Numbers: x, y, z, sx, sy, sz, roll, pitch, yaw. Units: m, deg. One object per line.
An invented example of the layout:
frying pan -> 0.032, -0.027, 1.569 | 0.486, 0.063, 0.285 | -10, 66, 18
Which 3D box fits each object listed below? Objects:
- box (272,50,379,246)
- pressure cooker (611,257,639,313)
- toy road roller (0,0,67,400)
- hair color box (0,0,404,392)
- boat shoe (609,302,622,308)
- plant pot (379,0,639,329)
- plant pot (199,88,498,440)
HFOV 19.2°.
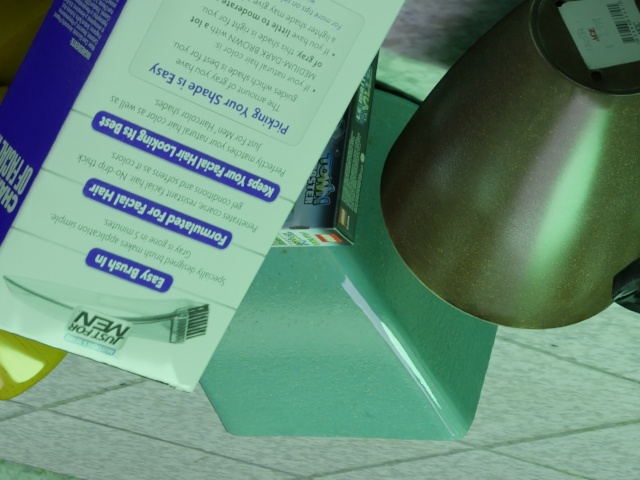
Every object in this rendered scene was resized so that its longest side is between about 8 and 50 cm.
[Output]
box -> -0.020, -0.097, 1.371 | 0.114, 0.207, 0.036 | 0, 160, 25
pressure cooker -> 0.402, 0.004, 1.150 | 0.370, 0.420, 0.375 | -1, 160, 30
toy road roller -> -0.211, -0.034, 1.391 | 0.329, 0.240, 0.202 | -34, 128, 10
hair color box -> -0.097, -0.086, 1.244 | 0.185, 0.339, 0.110 | 23, -170, -36
boat shoe -> 0.229, 0.010, 1.786 | 0.088, 0.096, 0.267 | 14, 170, -30
plant pot -> 0.173, -0.084, 1.386 | 0.215, 0.215, 0.230 | 10, 147, -7
plant pot -> 0.000, 0.000, 1.633 | 0.247, 0.248, 0.252 | -3, 141, 30
